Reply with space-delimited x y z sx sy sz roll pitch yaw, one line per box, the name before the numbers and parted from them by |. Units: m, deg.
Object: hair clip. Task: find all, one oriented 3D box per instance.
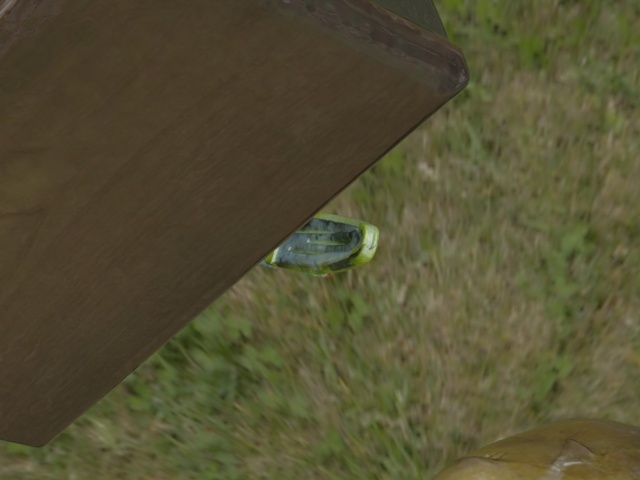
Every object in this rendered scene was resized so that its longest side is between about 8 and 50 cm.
hair clip | 0.000 0.000 1.534 0.033 0.188 0.060 22 81 -32

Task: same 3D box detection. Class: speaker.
speaker | -0.098 -0.062 0.606 0.231 0.192 0.153 -41 50 28

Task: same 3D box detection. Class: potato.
potato | 0.118 0.147 0.806 0.176 0.137 0.137 3 77 -36
